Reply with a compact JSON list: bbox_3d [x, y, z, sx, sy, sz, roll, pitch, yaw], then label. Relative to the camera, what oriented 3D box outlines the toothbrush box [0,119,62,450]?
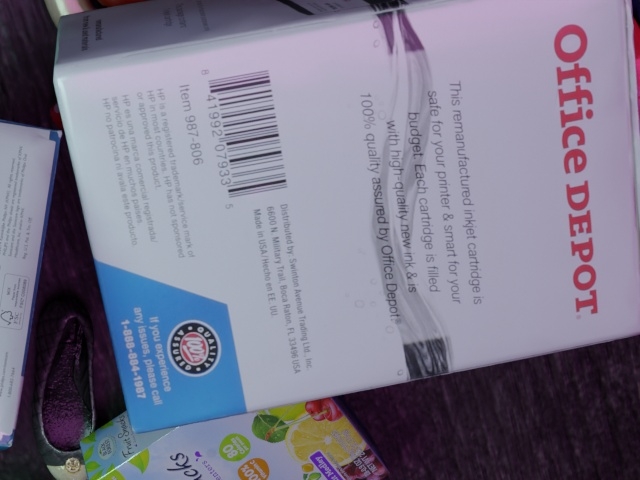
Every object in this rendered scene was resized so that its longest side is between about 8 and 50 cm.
[{"bbox_3d":[-0.287,0.045,1.076,0.126,0.295,0.216,10,77,-18],"label":"toothbrush box"}]

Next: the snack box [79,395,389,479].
[{"bbox_3d":[-0.073,0.188,1.290,0.207,0.070,0.174,-33,123,5],"label":"snack box"}]

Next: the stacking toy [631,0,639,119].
[{"bbox_3d":[0.151,-0.112,1.259,0.302,0.166,0.175,-15,103,-12],"label":"stacking toy"}]

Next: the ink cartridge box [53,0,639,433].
[{"bbox_3d":[0.025,-0.048,1.110,0.395,0.166,0.285,-10,113,-4],"label":"ink cartridge box"}]

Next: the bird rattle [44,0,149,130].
[{"bbox_3d":[-0.134,-0.194,1.209,0.253,0.143,0.207,-39,99,10],"label":"bird rattle"}]

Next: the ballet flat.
[{"bbox_3d":[-0.219,0.133,1.277,0.058,0.049,0.173,-5,105,-14],"label":"ballet flat"}]
